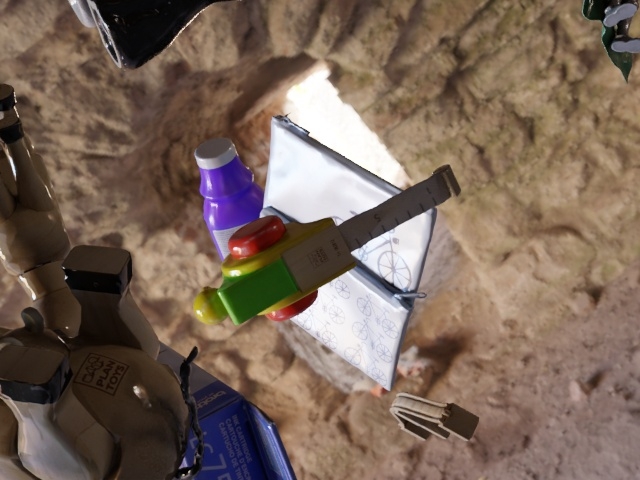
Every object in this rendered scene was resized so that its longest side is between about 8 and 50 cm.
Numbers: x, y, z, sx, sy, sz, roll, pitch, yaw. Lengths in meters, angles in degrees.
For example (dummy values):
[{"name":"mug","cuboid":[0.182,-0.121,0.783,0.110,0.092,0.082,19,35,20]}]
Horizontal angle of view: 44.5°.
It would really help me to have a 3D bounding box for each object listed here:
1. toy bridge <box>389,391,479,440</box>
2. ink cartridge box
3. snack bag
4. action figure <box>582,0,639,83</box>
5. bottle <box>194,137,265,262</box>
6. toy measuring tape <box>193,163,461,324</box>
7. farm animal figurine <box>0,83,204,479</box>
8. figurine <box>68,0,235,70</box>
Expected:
[{"name":"toy bridge","cuboid":[0.104,0.177,0.794,0.026,0.063,0.188,-61,-2,-16]},{"name":"ink cartridge box","cuboid":[-0.099,0.187,0.631,0.065,0.186,0.311,-26,18,-28]},{"name":"snack bag","cuboid":[0.020,0.020,1.186,0.037,0.323,0.343,-27,-40,-41]},{"name":"action figure","cuboid":[0.347,-0.309,0.900,0.063,0.137,0.232,-8,47,30]},{"name":"bottle","cuboid":[-0.143,-0.044,1.368,0.118,0.283,0.092,-19,37,-1]},{"name":"toy measuring tape","cuboid":[0.000,0.000,0.903,0.330,0.121,0.121,-30,4,-9]},{"name":"farm animal figurine","cuboid":[-0.204,0.071,0.445,0.326,0.172,0.330,16,45,24]},{"name":"figurine","cuboid":[-0.185,-0.311,0.931,0.209,0.092,0.215,-29,46,-15]}]
